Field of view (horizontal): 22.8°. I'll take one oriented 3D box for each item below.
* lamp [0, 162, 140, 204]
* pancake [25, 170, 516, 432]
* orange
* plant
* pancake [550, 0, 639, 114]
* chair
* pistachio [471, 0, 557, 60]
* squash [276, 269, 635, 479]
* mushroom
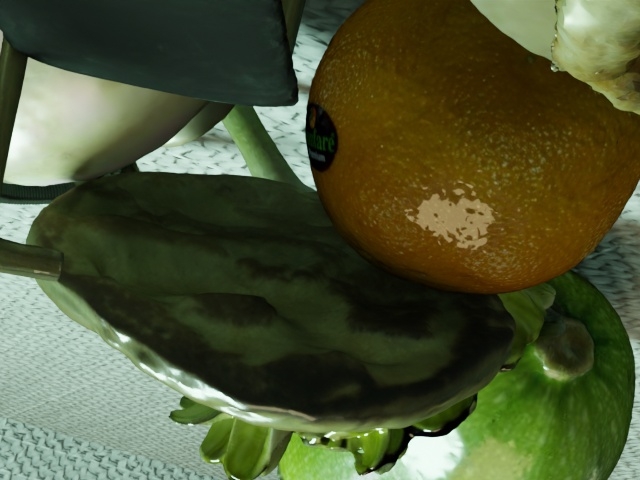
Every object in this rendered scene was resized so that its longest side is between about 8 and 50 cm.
[{"bbox_3d":[-0.182,-0.032,1.151,0.203,0.124,0.283,55,173,19],"label":"lamp"},{"bbox_3d":[-0.024,0.030,0.957,0.294,0.049,0.294,10,-157,-5],"label":"pancake"},{"bbox_3d":[0.086,-0.060,0.909,0.206,0.206,0.206,11,163,4],"label":"orange"},{"bbox_3d":[0.032,0.033,1.150,0.261,0.306,0.297,33,149,39],"label":"plant"},{"bbox_3d":[0.249,-0.133,0.617,0.356,0.065,0.356,-12,161,-4],"label":"pancake"},{"bbox_3d":[-0.094,-0.117,0.720,0.166,0.272,0.188,11,163,7],"label":"chair"},{"bbox_3d":[0.112,-0.156,0.690,0.136,0.136,0.226,6,160,20],"label":"pistachio"},{"bbox_3d":[0.125,0.121,1.361,0.310,0.310,0.309,12,147,0],"label":"squash"},{"bbox_3d":[-0.112,-0.108,0.942,0.173,0.162,0.236,2,162,35],"label":"mushroom"}]
